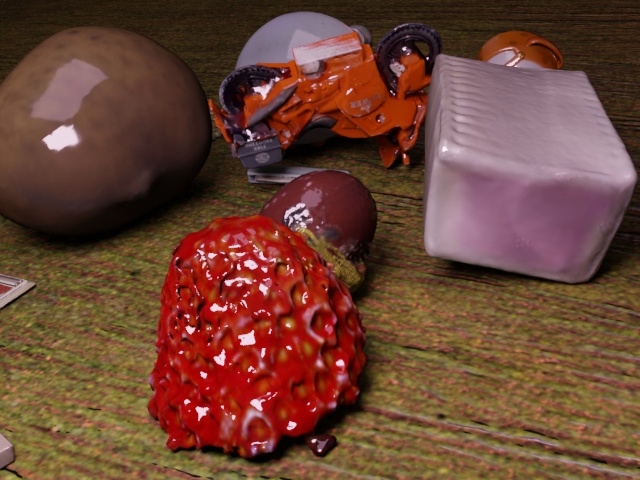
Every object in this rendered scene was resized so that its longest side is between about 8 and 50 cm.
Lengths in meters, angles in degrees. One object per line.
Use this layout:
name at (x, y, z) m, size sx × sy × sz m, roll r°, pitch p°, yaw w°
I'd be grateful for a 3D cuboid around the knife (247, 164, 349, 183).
knife at (-0.036, -0.092, 1.220) m, size 0.162 × 0.023 × 0.044 m, roll 6°, pitch 25°, yaw 28°

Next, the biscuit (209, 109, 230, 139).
biscuit at (-0.247, -0.182, 1.464) m, size 0.139 × 0.016 × 0.231 m, roll 17°, pitch 37°, yaw 38°

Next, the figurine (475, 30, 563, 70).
figurine at (0.298, -0.224, 1.283) m, size 0.143 × 0.143 × 0.271 m, roll 5°, pitch 55°, yaw 24°

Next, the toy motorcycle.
toy motorcycle at (0.017, -0.183, 1.178) m, size 0.325 × 0.221 × 0.148 m, roll -14°, pitch 47°, yaw 1°

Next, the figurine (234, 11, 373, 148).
figurine at (-0.022, -0.299, 1.426) m, size 0.224 × 0.205 × 0.382 m, roll -13°, pitch 24°, yaw 10°

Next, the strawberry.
strawberry at (-0.073, 0.072, 0.766) m, size 0.234 × 0.178 × 0.234 m, roll -13°, pitch 28°, yaw 7°

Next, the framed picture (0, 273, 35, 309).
framed picture at (-0.524, 0.082, 1.044) m, size 0.273 × 0.016 × 0.216 m, roll 9°, pitch 32°, yaw 30°

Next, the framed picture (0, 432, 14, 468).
framed picture at (-0.470, 0.227, 0.750) m, size 0.324 × 0.020 × 0.240 m, roll -29°, pitch 33°, yaw -33°

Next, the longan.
longan at (-0.308, -0.143, 1.141) m, size 0.288 × 0.288 × 0.350 m, roll 10°, pitch 38°, yaw 32°

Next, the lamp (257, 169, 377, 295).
lamp at (-0.001, 0.002, 0.922) m, size 0.157 × 0.156 × 0.135 m, roll -40°, pitch 80°, yaw -20°

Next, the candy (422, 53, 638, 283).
candy at (0.229, -0.104, 1.004) m, size 0.208 × 0.145 × 0.359 m, roll 8°, pitch 29°, yaw 2°
